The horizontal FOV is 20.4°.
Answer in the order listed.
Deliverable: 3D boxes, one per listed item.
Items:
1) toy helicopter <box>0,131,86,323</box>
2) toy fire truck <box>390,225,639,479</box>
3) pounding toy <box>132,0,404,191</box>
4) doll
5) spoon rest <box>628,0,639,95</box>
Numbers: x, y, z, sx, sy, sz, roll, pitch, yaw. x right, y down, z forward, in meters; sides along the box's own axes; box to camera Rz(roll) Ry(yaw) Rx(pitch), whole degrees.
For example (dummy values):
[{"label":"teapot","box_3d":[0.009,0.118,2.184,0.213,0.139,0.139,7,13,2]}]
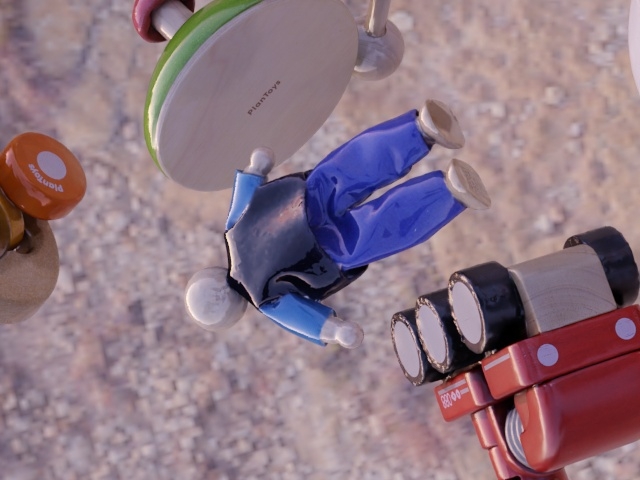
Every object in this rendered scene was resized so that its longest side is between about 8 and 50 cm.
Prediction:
[{"label":"toy helicopter","box_3d":[-0.382,-0.041,1.530,0.355,0.235,0.140,34,126,-20]},{"label":"toy fire truck","box_3d":[0.143,0.142,1.225,0.217,0.158,0.246,137,116,-70]},{"label":"pounding toy","box_3d":[-0.054,-0.154,1.340,0.110,0.237,0.183,47,160,29]},{"label":"doll","box_3d":[0.000,0.000,0.986,0.189,0.046,0.129,-29,72,23]},{"label":"spoon rest","box_3d":[0.181,-0.158,0.735,0.137,0.084,0.276,-31,47,46]}]
